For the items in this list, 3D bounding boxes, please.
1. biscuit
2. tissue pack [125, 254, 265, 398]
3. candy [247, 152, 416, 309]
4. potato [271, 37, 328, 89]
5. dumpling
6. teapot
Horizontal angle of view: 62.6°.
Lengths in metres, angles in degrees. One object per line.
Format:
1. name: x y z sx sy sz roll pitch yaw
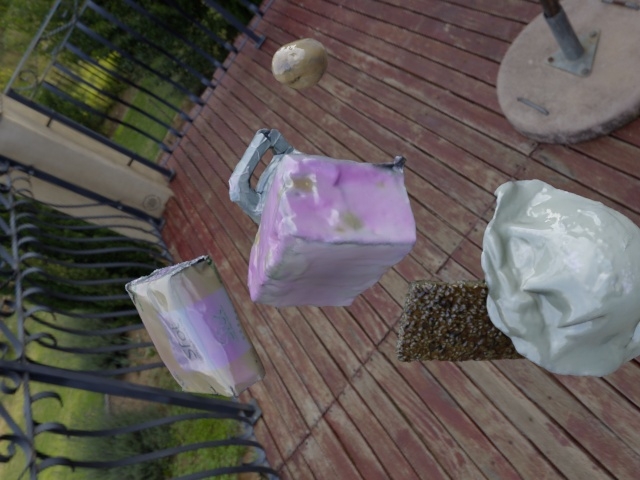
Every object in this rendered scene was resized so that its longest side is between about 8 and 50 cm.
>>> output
1. biscuit: 0.218 0.109 0.704 0.025 0.231 0.130 -109 21 -59
2. tissue pack: -0.236 0.165 1.010 0.215 0.256 0.123 -14 16 47
3. candy: 0.000 0.000 0.667 0.265 0.156 0.115 125 142 -63
4. potato: -0.044 -0.399 1.191 0.112 0.147 0.112 32 134 40
5. dumpling: 0.279 0.051 0.598 0.193 0.258 0.147 -53 7 -18
6. teapot: -0.071 -0.096 1.082 0.163 0.221 0.178 29 73 32
